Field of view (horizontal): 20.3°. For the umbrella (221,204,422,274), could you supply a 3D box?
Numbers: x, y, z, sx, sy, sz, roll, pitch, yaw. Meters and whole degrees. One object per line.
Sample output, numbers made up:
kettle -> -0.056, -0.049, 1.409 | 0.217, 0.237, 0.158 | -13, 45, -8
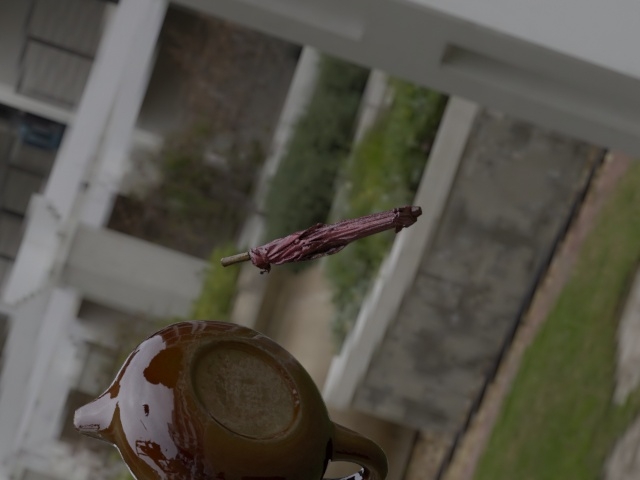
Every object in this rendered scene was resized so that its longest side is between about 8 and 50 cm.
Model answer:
umbrella -> 0.000, 0.000, 1.356 | 0.025, 0.165, 0.027 | -79, -33, -52

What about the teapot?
teapot -> -0.067, 0.159, 1.404 | 0.135, 0.252, 0.178 | -50, 29, 42
